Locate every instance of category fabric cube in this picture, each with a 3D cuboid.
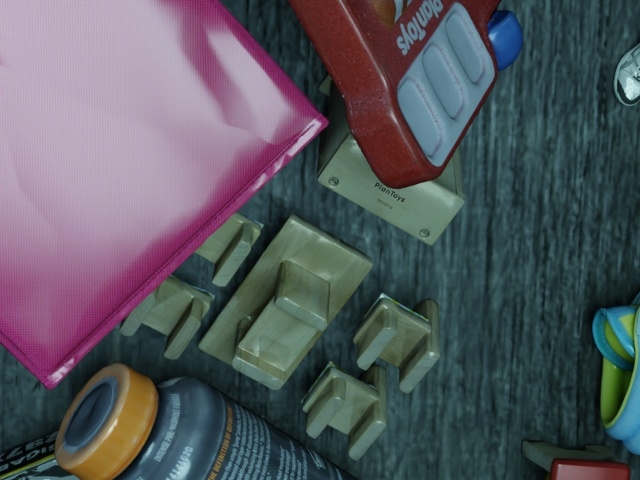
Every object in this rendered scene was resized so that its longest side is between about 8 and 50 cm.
[{"bbox_3d":[-0.189,-0.100,1.077,0.254,0.259,0.258,-43,105,-1],"label":"fabric cube"}]

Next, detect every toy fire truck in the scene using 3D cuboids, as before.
[{"bbox_3d":[0.051,-0.202,1.102,0.169,0.302,0.254,-17,112,30],"label":"toy fire truck"}]

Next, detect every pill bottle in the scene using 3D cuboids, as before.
[{"bbox_3d":[-0.078,0.187,1.192,0.246,0.130,0.130,36,93,-26],"label":"pill bottle"}]

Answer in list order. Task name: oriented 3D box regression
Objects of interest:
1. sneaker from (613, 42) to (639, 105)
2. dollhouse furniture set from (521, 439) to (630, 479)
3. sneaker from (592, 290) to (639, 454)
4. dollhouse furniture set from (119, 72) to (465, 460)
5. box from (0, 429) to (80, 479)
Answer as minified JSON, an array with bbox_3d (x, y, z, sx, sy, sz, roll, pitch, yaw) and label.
[{"bbox_3d":[0.262,-0.145,1.261,0.032,0.037,0.083,26,97,-15],"label":"sneaker"},{"bbox_3d":[0.257,0.365,1.294,0.201,0.152,0.374,5,100,-11],"label":"dollhouse furniture set"},{"bbox_3d":[0.343,0.058,1.272,0.208,0.127,0.319,33,78,1],"label":"sneaker"},{"bbox_3d":[0.000,0.000,1.215,0.212,0.161,0.242,29,116,-13],"label":"dollhouse furniture set"},{"bbox_3d":[-0.250,0.339,1.242,0.257,0.079,0.322,-21,103,-4],"label":"box"}]
